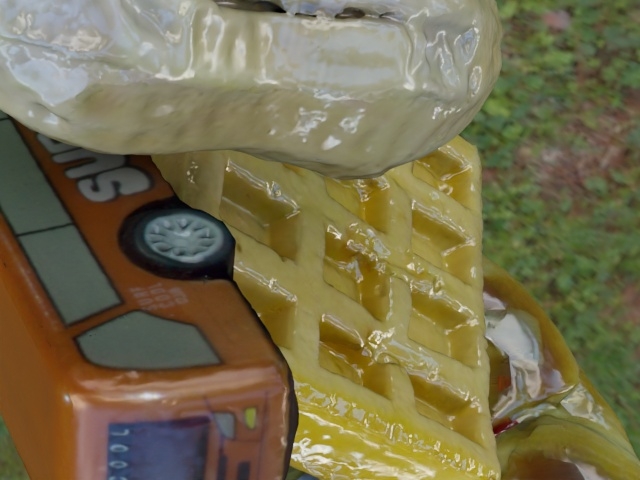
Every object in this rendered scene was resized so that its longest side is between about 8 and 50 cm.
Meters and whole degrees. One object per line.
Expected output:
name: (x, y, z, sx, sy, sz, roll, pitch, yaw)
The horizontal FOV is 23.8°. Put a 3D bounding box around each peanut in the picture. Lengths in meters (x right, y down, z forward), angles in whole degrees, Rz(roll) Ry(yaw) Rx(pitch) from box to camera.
peanut: (-0.028, -0.089, 0.602, 0.290, 0.130, 0.130, 1, 110, -43)

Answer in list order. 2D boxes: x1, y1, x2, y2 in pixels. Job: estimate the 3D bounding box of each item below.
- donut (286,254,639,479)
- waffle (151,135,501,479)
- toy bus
donut: (0.029, 0.173, 0.926, 0.360, 0.360, 0.170, -29, 153, -8)
waffle: (0.000, 0.000, 0.783, 0.055, 0.248, 0.221, -29, 134, 36)
toy bus: (-0.128, -0.030, 0.655, 0.092, 0.409, 0.093, -11, 129, -24)
